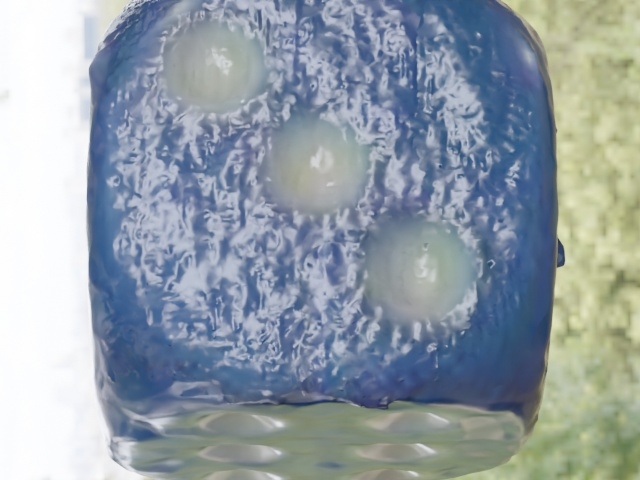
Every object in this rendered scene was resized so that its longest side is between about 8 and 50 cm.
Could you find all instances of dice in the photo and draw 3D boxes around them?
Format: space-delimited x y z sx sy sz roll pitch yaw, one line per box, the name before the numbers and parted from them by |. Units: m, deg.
dice | 0.000 0.000 0.575 0.143 0.146 0.146 94 176 -73
